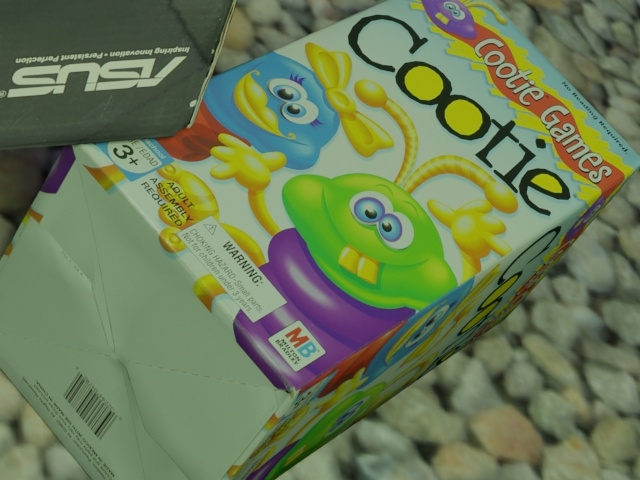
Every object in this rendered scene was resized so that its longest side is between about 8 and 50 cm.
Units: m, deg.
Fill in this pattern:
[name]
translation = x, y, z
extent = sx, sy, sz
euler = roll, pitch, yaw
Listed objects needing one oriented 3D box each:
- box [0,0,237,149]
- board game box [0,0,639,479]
[box]
translation = -0.267, -0.168, 0.716
extent = 0.394, 0.097, 0.318
euler = -7, 50, -29
[board game box]
translation = 0.000, 0.000, 0.863
extent = 0.144, 0.142, 0.275
euler = 48, 44, 12
